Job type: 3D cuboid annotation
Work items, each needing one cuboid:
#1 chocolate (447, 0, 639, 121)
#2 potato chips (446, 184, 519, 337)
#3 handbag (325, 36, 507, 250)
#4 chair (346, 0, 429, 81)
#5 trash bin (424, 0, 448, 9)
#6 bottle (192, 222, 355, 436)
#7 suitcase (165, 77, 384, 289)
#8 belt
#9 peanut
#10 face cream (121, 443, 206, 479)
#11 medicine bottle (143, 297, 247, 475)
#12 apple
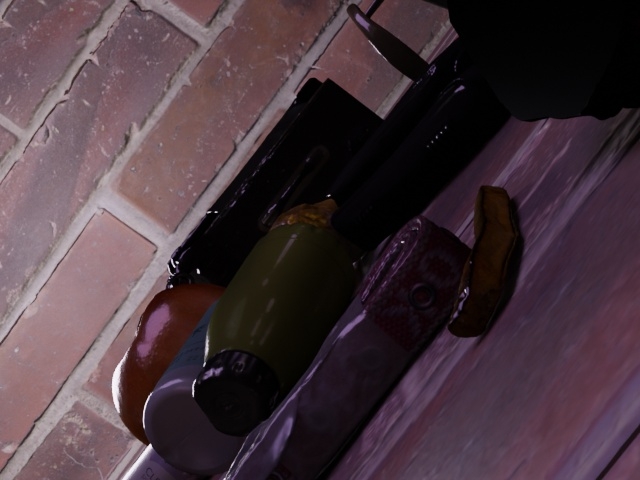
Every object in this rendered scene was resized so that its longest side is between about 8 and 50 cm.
[{"bbox_3d":[0.185,-0.173,0.595,0.177,0.206,0.224,-10,4,-14],"label":"chocolate"},{"bbox_3d":[0.099,0.000,0.669,0.204,0.026,0.037,-64,-3,-66],"label":"potato chips"},{"bbox_3d":[0.125,-0.133,1.162,0.244,0.088,0.275,-52,0,-42],"label":"handbag"},{"bbox_3d":[0.180,-0.319,1.413,0.272,0.188,0.166,-50,3,8],"label":"chair"},{"bbox_3d":[0.142,-0.387,1.171,0.219,0.220,0.250,-40,51,44],"label":"trash bin"},{"bbox_3d":[-0.045,0.081,1.045,0.112,0.112,0.260,-52,4,29],"label":"bottle"},{"bbox_3d":[-0.062,-0.044,1.788,0.434,0.194,0.283,-55,4,-15],"label":"suitcase"},{"bbox_3d":[0.014,0.088,0.714,0.232,0.053,0.071,-54,11,3],"label":"belt"},{"bbox_3d":[0.000,0.000,1.256,0.087,0.087,0.207,-53,-11,17],"label":"peanut"},{"bbox_3d":[-0.182,0.274,1.288,0.229,0.075,0.075,-53,4,27],"label":"face cream"},{"bbox_3d":[-0.084,0.115,1.237,0.110,0.110,0.352,-52,4,25],"label":"medicine bottle"},{"bbox_3d":[-0.183,0.167,1.534,0.235,0.173,0.210,-56,4,-13],"label":"apple"}]
